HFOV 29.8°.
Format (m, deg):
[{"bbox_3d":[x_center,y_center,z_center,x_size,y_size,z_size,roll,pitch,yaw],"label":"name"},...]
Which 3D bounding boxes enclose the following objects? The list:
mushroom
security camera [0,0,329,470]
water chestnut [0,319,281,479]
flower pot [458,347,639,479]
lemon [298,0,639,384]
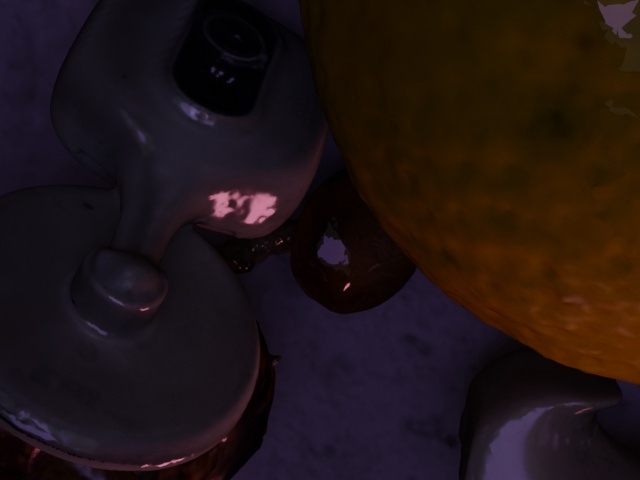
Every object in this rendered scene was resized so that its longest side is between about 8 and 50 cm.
[{"bbox_3d":[0.003,0.007,0.716,0.129,0.073,0.088,-18,134,8],"label":"mushroom"},{"bbox_3d":[-0.079,-0.025,0.599,0.157,0.302,0.080,27,133,-12],"label":"security camera"},{"bbox_3d":[-0.131,0.099,0.664,0.224,0.223,0.238,-50,56,12],"label":"water chestnut"},{"bbox_3d":[0.189,0.258,0.734,0.254,0.164,0.368,10,106,4],"label":"flower pot"},{"bbox_3d":[0.172,-0.104,0.546,0.349,0.350,0.387,-30,112,9],"label":"lemon"}]
